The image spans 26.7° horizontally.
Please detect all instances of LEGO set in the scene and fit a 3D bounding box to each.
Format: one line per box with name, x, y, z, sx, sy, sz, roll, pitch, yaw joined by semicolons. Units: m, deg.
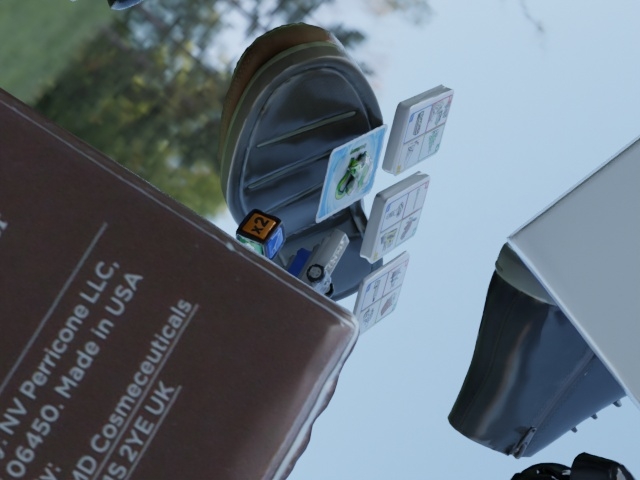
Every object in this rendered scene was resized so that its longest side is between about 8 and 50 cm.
LEGO set;0.000;0.000;0.880;0.244;0.060;0.182;-32;140;-56

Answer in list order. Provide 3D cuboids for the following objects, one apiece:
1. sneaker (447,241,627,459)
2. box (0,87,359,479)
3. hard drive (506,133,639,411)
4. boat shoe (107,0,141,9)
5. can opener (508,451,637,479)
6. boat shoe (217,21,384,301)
sneaker;0.174;0.070;0.823;0.083;0.222;0.118;47;-59;51
box;-0.199;-0.010;0.402;0.143;0.381;0.191;-58;-172;-17
hard drive;0.269;0.061;0.635;0.210;0.318;0.040;-38;178;2
boat shoe;-0.126;-0.238;0.527;0.158;0.340;0.127;-36;166;-34
can opener;0.136;0.191;0.667;0.059;0.186;0.073;-24;-163;-28
boat shoe;-0.024;-0.060;0.921;0.111;0.307;0.104;-20;-117;-9
